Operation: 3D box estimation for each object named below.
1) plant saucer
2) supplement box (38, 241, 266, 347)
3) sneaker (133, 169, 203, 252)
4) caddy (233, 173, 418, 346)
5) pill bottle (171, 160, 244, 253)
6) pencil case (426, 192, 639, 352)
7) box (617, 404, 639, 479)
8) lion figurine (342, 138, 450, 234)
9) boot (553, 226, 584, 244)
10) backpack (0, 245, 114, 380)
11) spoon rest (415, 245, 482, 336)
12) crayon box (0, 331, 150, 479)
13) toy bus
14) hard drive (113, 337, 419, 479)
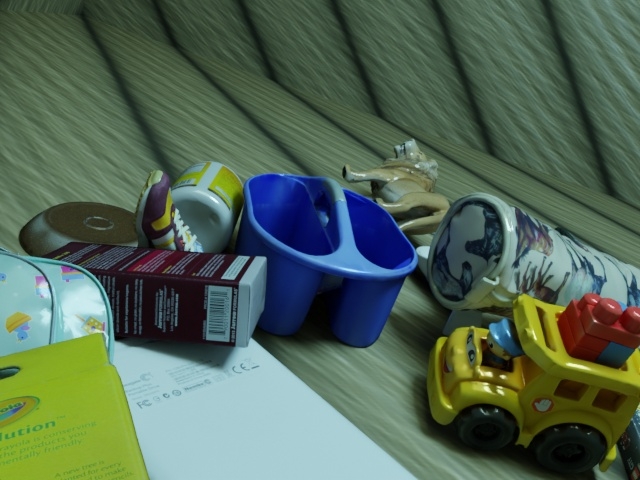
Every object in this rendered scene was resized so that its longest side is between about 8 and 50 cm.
[{"bbox_3d":[-0.321,-0.012,0.864,0.199,0.036,0.198,16,22,-6],"label":"plant saucer"},{"bbox_3d":[-0.187,0.055,0.666,0.240,0.073,0.130,5,11,2],"label":"supplement box"},{"bbox_3d":[-0.184,-0.007,0.753,0.084,0.185,0.069,12,43,-5],"label":"sneaker"},{"bbox_3d":[0.000,0.000,0.883,0.242,0.179,0.341,10,23,-16],"label":"caddy"},{"bbox_3d":[-0.185,-0.056,0.958,0.117,0.117,0.215,15,21,-6],"label":"pill bottle"},{"bbox_3d":[0.336,0.068,0.883,0.411,0.159,0.183,20,29,-31],"label":"pencil case"},{"bbox_3d":[0.468,0.261,0.782,0.159,0.044,0.233,20,22,7],"label":"box"},{"bbox_3d":[0.180,-0.084,1.251,0.241,0.142,0.392,0,31,-13],"label":"lion figurine"},{"bbox_3d":[0.612,0.070,1.327,0.161,0.083,0.246,15,27,-20],"label":"boot"},{"bbox_3d":[-0.258,0.086,0.470,0.189,0.144,0.165,6,62,-29],"label":"backpack"},{"bbox_3d":[0.233,0.067,1.024,0.137,0.084,0.276,16,22,-3],"label":"spoon rest"},{"bbox_3d":[-0.171,0.164,0.270,0.202,0.081,0.318,-11,24,-22],"label":"crayon box"},{"bbox_3d":[0.255,0.134,0.681,0.221,0.211,0.149,15,36,-1],"label":"toy bus"},{"bbox_3d":[-0.077,0.185,0.563,0.319,0.040,0.210,33,26,34],"label":"hard drive"}]
